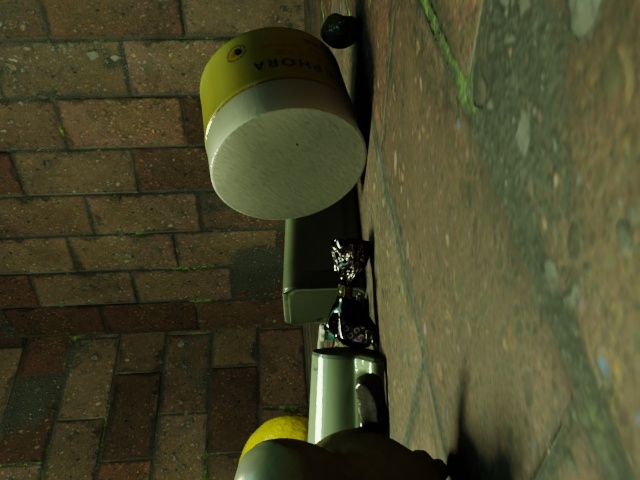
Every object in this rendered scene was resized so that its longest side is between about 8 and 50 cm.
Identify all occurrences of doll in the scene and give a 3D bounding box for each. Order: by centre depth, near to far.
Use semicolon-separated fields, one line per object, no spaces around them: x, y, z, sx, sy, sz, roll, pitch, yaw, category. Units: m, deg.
0.020;0.273;0.528;0.174;0.235;0.329;-28;-44;-46;doll

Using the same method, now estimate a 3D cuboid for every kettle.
0.032;0.218;0.891;0.127;0.098;0.147;32;-120;-88;kettle

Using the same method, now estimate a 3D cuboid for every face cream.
-0.059;-0.167;0.981;0.218;0.218;0.179;93;167;-52;face cream

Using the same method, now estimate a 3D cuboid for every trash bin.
0.000;0.000;1.114;0.164;0.122;0.240;94;175;-64;trash bin

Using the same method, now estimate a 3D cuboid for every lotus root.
0.028;-0.301;0.979;0.099;0.054;0.049;-107;28;-77;lotus root

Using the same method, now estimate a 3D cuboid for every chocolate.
0.039;0.070;0.913;0.070;0.072;0.147;21;-117;-45;chocolate

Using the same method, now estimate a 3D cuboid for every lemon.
-0.066;0.517;1.602;0.240;0.241;0.219;98;-169;-69;lemon

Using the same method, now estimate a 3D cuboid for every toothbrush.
0.009;0.296;1.715;0.418;0.040;0.042;94;171;-60;toothbrush

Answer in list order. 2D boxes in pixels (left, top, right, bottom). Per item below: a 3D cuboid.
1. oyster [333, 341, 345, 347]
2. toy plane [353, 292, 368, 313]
0.042;0.264;1.333;0.098;0.037;0.100;-69;-35;-47;oyster
0.052;0.138;0.992;0.060;0.037;0.145;-137;49;-71;toy plane
